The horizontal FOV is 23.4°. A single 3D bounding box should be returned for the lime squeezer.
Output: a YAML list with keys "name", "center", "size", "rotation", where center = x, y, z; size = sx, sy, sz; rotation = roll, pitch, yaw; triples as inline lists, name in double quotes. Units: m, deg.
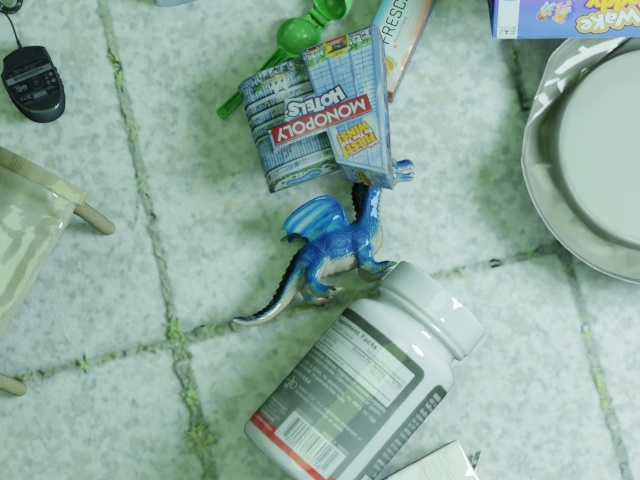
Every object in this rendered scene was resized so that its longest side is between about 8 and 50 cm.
- name: "lime squeezer"
  center: [-0.014, -0.272, 1.963]
  size: [0.059, 0.110, 0.310]
  rotation: [38, 115, -10]

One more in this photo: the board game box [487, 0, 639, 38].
- name: "board game box"
  center: [0.376, -0.348, 1.909]
  size: [0.347, 0.078, 0.233]
  rotation: [0, 43, 1]

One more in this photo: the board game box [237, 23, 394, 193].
- name: "board game box"
  center: [0.011, -0.140, 1.888]
  size: [0.194, 0.060, 0.194]
  rotation: [-20, 68, 5]

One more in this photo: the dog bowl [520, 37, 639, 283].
- name: "dog bowl"
  center: [0.415, -0.110, 1.925]
  size: [0.348, 0.102, 0.349]
  rotation: [0, 82, 1]

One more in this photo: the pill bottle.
- name: "pill bottle"
  center: [0.056, 0.173, 1.860]
  size: [0.161, 0.161, 0.283]
  rotation: [41, 84, 6]

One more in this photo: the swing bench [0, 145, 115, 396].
- name: "swing bench"
  center: [-0.387, 0.034, 1.842]
  size: [0.165, 0.255, 0.253]
  rotation: [29, 83, 5]

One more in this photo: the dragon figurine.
- name: "dragon figurine"
  center: [0.000, 0.000, 1.923]
  size: [0.289, 0.085, 0.144]
  rotation: [-26, 80, -7]

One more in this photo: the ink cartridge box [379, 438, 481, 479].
- name: "ink cartridge box"
  center: [0.139, 0.305, 1.873]
  size: [0.143, 0.092, 0.090]
  rotation: [-28, 82, -2]

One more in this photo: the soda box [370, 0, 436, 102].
- name: "soda box"
  center: [0.099, -0.272, 1.977]
  size: [0.063, 0.058, 0.183]
  rotation: [23, 82, 5]

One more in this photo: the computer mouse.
- name: "computer mouse"
  center: [-0.392, -0.254, 2.000]
  size: [0.071, 0.041, 0.242]
  rotation: [-21, 75, -11]

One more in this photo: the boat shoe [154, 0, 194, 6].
- name: "boat shoe"
  center: [-0.113, -0.367, 1.991]
  size: [0.228, 0.080, 0.076]
  rotation: [-17, 83, 6]
